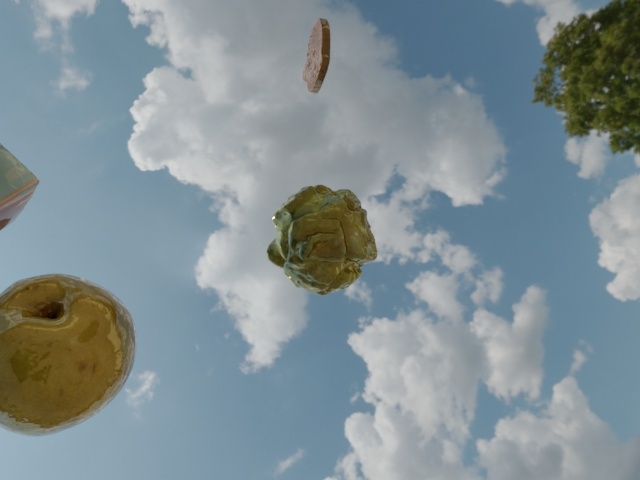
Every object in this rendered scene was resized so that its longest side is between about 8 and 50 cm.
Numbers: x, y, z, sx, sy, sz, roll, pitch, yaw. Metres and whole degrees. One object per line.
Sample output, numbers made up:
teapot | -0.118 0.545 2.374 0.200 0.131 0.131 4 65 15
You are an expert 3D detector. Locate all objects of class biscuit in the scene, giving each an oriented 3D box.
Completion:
biscuit | -0.006 -0.340 0.785 0.023 0.118 0.139 6 -104 -19

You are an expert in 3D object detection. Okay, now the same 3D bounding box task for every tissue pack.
tissue pack | -0.266 -0.025 0.301 0.058 0.074 0.094 47 -146 -20

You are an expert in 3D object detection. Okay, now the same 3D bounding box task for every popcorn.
popcorn | -0.001 0.000 0.722 0.167 0.187 0.185 0 -47 -28

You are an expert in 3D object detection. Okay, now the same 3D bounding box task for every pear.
pear | -0.528 0.226 0.839 0.315 0.315 0.313 -6 -79 -34
